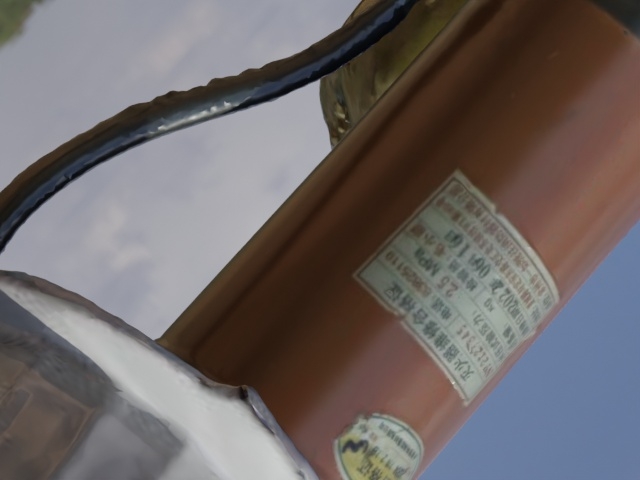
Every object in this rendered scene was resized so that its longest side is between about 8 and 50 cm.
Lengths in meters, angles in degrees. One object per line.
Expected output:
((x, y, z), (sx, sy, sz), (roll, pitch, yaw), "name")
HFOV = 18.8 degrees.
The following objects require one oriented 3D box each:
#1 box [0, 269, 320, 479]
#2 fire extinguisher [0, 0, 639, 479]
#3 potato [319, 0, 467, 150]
((-0.144, 0.171, 0.608), (0.206, 0.262, 0.291), (-53, 165, -45), "box")
((0.002, 0.004, 0.763), (0.376, 0.200, 0.113), (-50, 169, -9), "fire extinguisher")
((0.116, -0.139, 1.023), (0.296, 0.141, 0.191), (-54, -179, 0), "potato")
